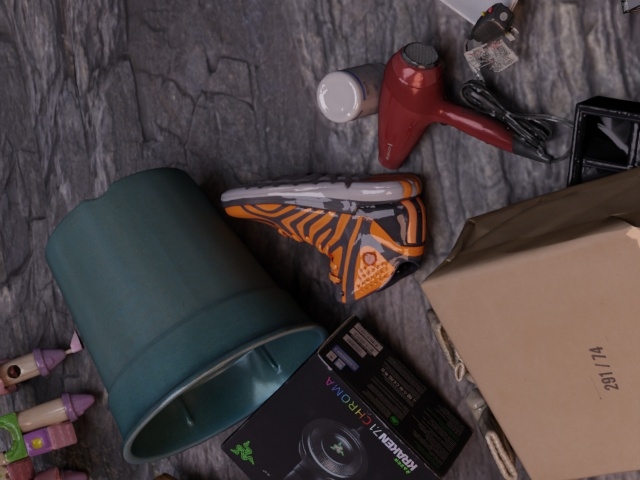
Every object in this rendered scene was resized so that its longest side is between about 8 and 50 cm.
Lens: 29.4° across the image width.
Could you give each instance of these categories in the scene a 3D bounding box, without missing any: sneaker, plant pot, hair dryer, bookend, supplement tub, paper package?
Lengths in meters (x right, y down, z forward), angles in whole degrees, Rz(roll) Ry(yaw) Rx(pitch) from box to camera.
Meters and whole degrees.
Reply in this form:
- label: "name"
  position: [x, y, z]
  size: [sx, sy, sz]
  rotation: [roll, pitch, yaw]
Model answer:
- label: "sneaker"
  position: [0.000, 0.000, 1.729]
  size: [0.321, 0.125, 0.180]
  rotation: [2, 104, 34]
- label: "plant pot"
  position: [-0.217, 0.094, 1.799]
  size: [0.341, 0.341, 0.334]
  rotation: [-46, 68, 34]
- label: "hair dryer"
  position: [0.172, -0.159, 1.582]
  size: [0.294, 0.080, 0.223]
  rotation: [-19, 106, 46]
- label: "bookend"
  position: [0.385, -0.084, 1.476]
  size: [0.156, 0.072, 0.157]
  rotation: [15, 112, 30]
- label: "supplement tub"
  position: [0.050, -0.200, 1.648]
  size: [0.071, 0.107, 0.071]
  rotation: [10, 108, 32]
- label: "paper package"
  position: [0.334, 0.109, 1.460]
  size: [0.310, 0.168, 0.324]
  rotation: [-18, 110, 36]

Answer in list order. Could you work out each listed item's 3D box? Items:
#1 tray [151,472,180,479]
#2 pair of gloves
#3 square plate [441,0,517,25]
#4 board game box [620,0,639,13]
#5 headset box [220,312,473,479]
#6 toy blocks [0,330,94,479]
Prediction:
- label: "tray"
  position: [-0.122, 0.525, 1.915]
  size: [0.411, 0.076, 0.202]
  rotation: [14, 125, 44]
- label: "pair of gloves"
  position: [0.206, 0.196, 1.618]
  size: [0.042, 0.204, 0.240]
  rotation: [-25, 86, 3]
- label: "square plate"
  position: [0.172, -0.490, 1.519]
  size: [0.347, 0.049, 0.344]
  rotation: [39, 122, 19]
- label: "board game box"
  position: [0.385, -0.399, 1.380]
  size: [0.136, 0.030, 0.259]
  rotation: [-7, 106, 27]
- label: "headset box"
  position: [0.028, 0.294, 1.765]
  size: [0.246, 0.131, 0.283]
  rotation: [46, 126, 3]
- label: "toy blocks"
  position: [-0.506, 0.329, 2.095]
  size: [0.260, 0.309, 0.288]
  rotation: [-17, 84, -6]
